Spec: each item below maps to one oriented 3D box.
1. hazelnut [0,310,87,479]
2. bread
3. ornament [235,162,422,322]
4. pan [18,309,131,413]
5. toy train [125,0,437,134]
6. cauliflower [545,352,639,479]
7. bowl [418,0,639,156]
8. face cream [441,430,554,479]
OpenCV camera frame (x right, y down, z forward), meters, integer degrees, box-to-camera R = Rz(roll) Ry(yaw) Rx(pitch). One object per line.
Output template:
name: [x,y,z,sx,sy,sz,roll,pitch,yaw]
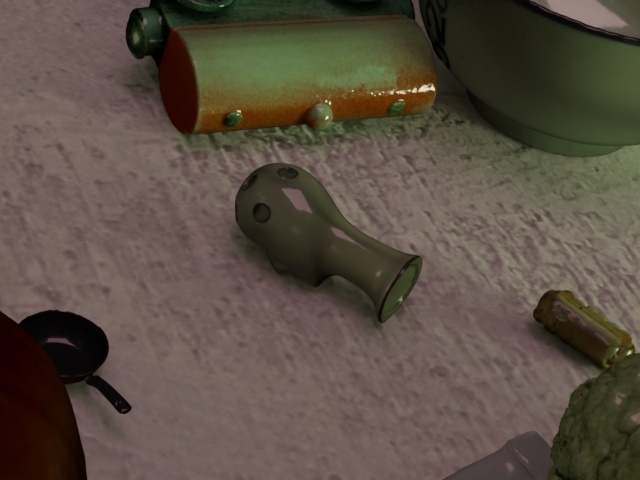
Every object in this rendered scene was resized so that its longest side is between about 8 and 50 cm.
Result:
hazelnut: [-0.229,0.136,0.913,0.217,0.217,0.251,-7,20,-27]
bread: [0.211,0.072,1.274,0.088,0.034,0.049,36,27,17]
ornament: [0.000,0.000,1.259,0.156,0.081,0.075,33,7,15]
pan: [-0.170,0.092,1.118,0.068,0.023,0.115,-19,47,-38]
toy train: [-0.027,-0.169,1.435,0.285,0.116,0.177,-6,55,-27]
cauliflower: [0.286,0.165,1.020,0.275,0.250,0.272,31,79,15]
bowl: [0.243,-0.202,1.500,0.354,0.185,0.354,10,38,-8]
face cream: [0.079,0.241,0.966,0.420,0.137,0.235,-12,46,-43]
